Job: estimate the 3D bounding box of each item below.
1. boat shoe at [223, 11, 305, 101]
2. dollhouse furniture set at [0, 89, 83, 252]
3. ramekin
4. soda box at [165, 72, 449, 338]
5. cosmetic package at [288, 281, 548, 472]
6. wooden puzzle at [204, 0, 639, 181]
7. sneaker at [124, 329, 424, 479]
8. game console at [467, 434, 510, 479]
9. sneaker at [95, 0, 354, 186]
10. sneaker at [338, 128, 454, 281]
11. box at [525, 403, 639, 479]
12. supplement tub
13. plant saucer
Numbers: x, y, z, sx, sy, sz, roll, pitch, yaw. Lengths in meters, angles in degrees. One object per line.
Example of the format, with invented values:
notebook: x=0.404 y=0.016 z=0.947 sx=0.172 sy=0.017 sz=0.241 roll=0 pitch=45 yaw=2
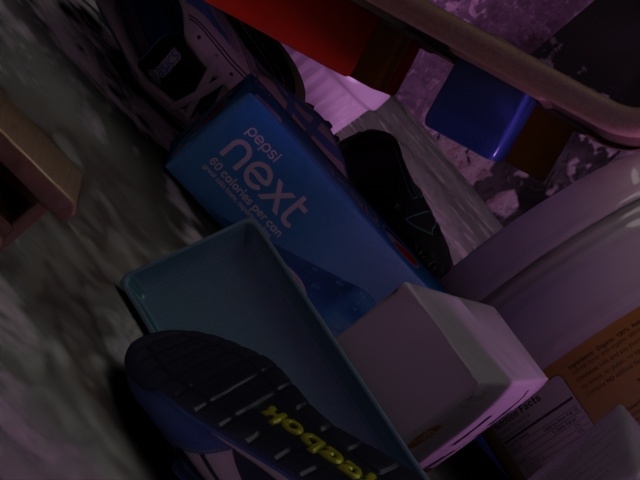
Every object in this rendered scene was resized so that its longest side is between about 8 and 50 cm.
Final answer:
boat shoe: x=-0.098 y=-0.156 z=1.015 sx=0.223 sy=0.080 sz=0.073 roll=49 pitch=13 yaw=32
dollhouse furniture set: x=-0.123 y=-0.050 z=0.380 sx=0.161 sy=0.101 sz=0.182 roll=47 pitch=10 yaw=-19
ramekin: x=-0.043 y=-0.173 z=1.228 sx=0.207 sy=0.109 sz=0.207 roll=48 pitch=9 yaw=-10
soda box: x=0.000 y=0.000 z=0.855 sx=0.210 sy=0.071 sz=0.067 roll=48 pitch=10 yaw=-14
cosmetic package: x=0.048 y=0.079 z=0.692 sx=0.060 sy=0.099 sz=0.239 roll=52 pitch=10 yaw=14
wooden puzzle: x=0.065 y=-0.120 z=0.910 sx=0.348 sy=0.080 sz=0.322 roll=25 pitch=7 yaw=10
sneaker: x=-0.022 y=0.086 z=0.496 sx=0.144 sy=0.059 sz=0.053 roll=38 pitch=35 yaw=27
game console: x=0.145 y=0.132 z=1.039 sx=0.122 sy=0.107 sz=0.071 roll=49 pitch=-19 yaw=-10
sneaker: x=-0.071 y=-0.096 z=0.909 sx=0.237 sy=0.085 sz=0.086 roll=51 pitch=31 yaw=5
sneaker: x=0.052 y=-0.009 z=1.056 sx=0.106 sy=0.101 sz=0.267 roll=55 pitch=11 yaw=18
box: x=0.111 y=0.155 z=0.584 sx=0.091 sy=0.130 sz=0.170 roll=50 pitch=10 yaw=5
supplement tub: x=0.236 y=0.120 z=0.938 sx=0.316 sy=0.228 sz=0.228 roll=58 pitch=11 yaw=13
plant saucer: x=-0.011 y=0.075 z=0.555 sx=0.192 sy=0.067 sz=0.018 roll=56 pitch=-19 yaw=29
